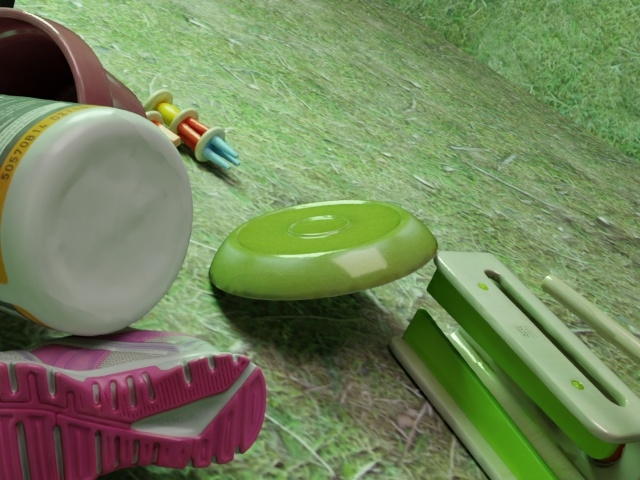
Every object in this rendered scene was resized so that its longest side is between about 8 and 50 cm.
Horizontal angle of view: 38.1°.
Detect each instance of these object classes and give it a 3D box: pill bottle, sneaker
[{"bbox_3d":[-0.246,-0.032,0.706,0.278,0.162,0.162,12,15,35],"label":"pill bottle"},{"bbox_3d":[-0.172,0.117,0.656,0.252,0.103,0.111,1,9,-26],"label":"sneaker"}]

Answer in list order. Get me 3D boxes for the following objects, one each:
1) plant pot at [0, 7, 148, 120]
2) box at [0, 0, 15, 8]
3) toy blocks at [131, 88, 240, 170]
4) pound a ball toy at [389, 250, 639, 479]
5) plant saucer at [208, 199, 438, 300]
[{"bbox_3d":[-0.269,-0.112,0.916,0.201,0.201,0.180,33,11,16],"label":"plant pot"},{"bbox_3d":[-0.482,-0.240,0.980,0.143,0.165,0.270,35,27,21],"label":"box"},{"bbox_3d":[-0.182,-0.134,1.178,0.148,0.054,0.123,36,26,22],"label":"toy blocks"},{"bbox_3d":[0.229,0.119,0.875,0.136,0.208,0.319,5,31,-36],"label":"pound a ball toy"},{"bbox_3d":[0.000,0.000,0.963,0.241,0.037,0.241,-7,17,2],"label":"plant saucer"}]
